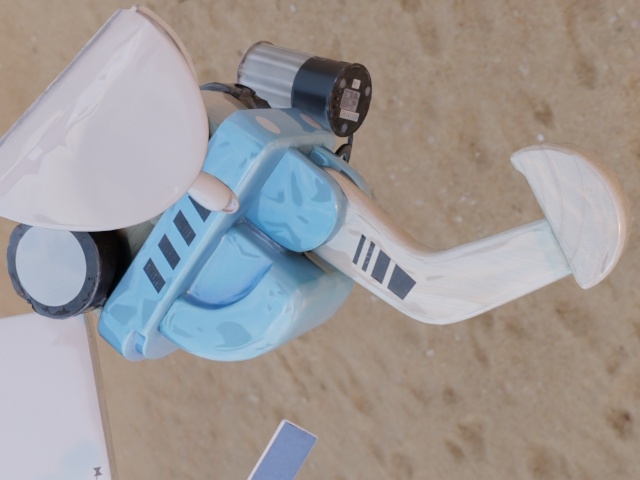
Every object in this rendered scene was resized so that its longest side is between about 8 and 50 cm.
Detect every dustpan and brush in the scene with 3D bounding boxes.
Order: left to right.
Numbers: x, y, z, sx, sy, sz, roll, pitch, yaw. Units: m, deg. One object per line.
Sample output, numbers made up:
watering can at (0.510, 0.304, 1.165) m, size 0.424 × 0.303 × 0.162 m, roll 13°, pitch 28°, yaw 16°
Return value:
dustpan and brush at (-0.106, -0.050, 0.653) m, size 0.211 × 0.147 × 0.060 m, roll 36°, pitch -169°, yaw -48°

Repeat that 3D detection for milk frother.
milk frother at (-0.021, -0.138, 1.205) m, size 0.134 × 0.143 × 0.129 m, roll 20°, pitch 171°, yaw 33°

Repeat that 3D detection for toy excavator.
toy excavator at (0.000, 0.000, 0.996) m, size 0.445 × 0.222 × 0.433 m, roll 40°, pitch 109°, yaw 11°

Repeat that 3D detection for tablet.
tablet at (-0.039, 0.207, 0.965) m, size 0.006 × 0.083 × 0.054 m, roll 25°, pitch 171°, yaw 46°

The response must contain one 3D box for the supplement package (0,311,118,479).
supplement package at (-0.372, 0.196, 1.167) m, size 0.145 × 0.261 × 0.204 m, roll 140°, pitch 120°, yaw -78°
